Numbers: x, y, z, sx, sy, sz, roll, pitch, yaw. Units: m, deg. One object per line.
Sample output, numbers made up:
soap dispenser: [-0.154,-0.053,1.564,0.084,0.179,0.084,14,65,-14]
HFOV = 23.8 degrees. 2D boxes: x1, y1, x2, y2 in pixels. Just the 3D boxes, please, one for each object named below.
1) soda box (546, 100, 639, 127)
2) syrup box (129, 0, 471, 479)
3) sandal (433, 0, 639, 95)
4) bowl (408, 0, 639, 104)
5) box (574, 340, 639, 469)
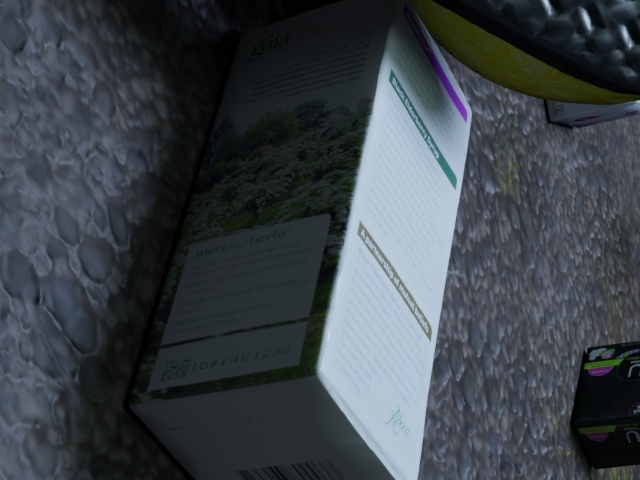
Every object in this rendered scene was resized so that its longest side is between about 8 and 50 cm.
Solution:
soda box: [0.209,-0.203,1.208,0.069,0.074,0.216,1,79,-62]
syrup box: [0.000,0.000,0.700,0.096,0.093,0.237,55,35,-38]
sandal: [0.012,-0.195,0.686,0.445,0.107,0.167,29,89,-23]
bowl: [0.098,-0.206,0.903,0.289,0.156,0.289,35,49,-53]
box: [0.229,0.121,1.131,0.052,0.062,0.083,63,31,-30]
